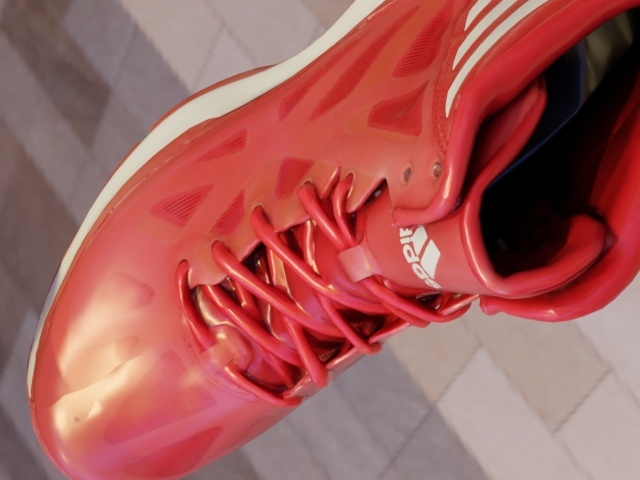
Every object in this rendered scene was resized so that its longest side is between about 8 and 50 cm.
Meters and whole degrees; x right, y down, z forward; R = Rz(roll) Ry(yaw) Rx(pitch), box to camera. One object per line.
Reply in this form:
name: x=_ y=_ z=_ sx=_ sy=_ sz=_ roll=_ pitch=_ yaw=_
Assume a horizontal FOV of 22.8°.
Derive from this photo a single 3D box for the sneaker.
sneaker: x=0.000 y=0.000 z=0.387 sx=0.087 sy=0.128 sz=0.221 roll=39 pitch=105 yaw=-13
